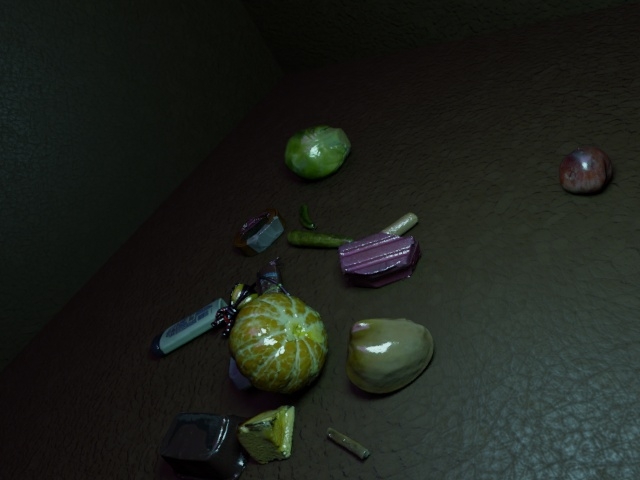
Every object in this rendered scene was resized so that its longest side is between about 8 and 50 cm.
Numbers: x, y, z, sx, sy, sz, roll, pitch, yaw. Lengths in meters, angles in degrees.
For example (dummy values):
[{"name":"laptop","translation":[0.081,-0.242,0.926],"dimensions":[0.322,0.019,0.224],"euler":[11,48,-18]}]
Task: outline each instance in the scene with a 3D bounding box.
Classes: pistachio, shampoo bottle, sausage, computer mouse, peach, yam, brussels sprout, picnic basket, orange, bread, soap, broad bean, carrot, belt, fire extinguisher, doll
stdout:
[{"name":"pistachio","translation":[0.201,0.334,1.312],"dimensions":[0.261,0.163,0.212],"euler":[-6,82,8]},{"name":"shampoo bottle","translation":[-0.561,0.372,1.928],"dimensions":[0.360,0.078,0.134],"euler":[-30,31,7]},{"name":"sausage","translation":[0.244,-0.011,1.730],"dimensions":[0.301,0.065,0.065],"euler":[-34,36,6]},{"name":"computer mouse","translation":[-0.248,0.408,1.621],"dimensions":[0.159,0.097,0.288],"euler":[-44,24,22]},{"name":"peach","translation":[0.845,-0.232,1.428],"dimensions":[0.152,0.152,0.152],"euler":[-22,38,18]},{"name":"yam","translation":[0.074,0.564,1.246],"dimensions":[0.145,0.032,0.032],"euler":[10,56,46]},{"name":"brussels sprout","translation":[-0.024,-0.456,2.264],"dimensions":[0.344,0.268,0.344],"euler":[-22,31,14]},{"name":"picnic basket","translation":[-0.370,0.641,1.431],"dimensions":[0.297,0.129,0.222],"euler":[-10,42,29]},{"name":"orange","translation":[-0.136,0.332,1.445],"dimensions":[0.249,0.330,0.329],"euler":[125,163,-45]},{"name":"bread","translation":[-0.165,0.550,1.342],"dimensions":[0.140,0.160,0.169],"euler":[-19,40,21]},{"name":"soap","translation":[0.217,0.064,1.602],"dimensions":[0.289,0.112,0.182],"euler":[-20,51,11]},{"name":"broad bean","translation":[-0.063,-0.106,2.098],"dimensions":[0.069,0.039,0.226],"euler":[-41,37,4]},{"name":"carrot","translation":[0.000,0.000,1.907],"dimensions":[0.359,0.074,0.074],"euler":[6,53,39]},{"name":"belt","translation":[-0.291,-0.039,2.149],"dimensions":[0.261,0.105,0.184],"euler":[-36,38,-2]},{"name":"fire extinguisher","translation":[-0.185,0.188,1.817],"dimensions":[0.142,0.105,0.341],"euler":[-15,38,0]},{"name":"doll","translation":[-0.337,0.272,1.828],"dimensions":[0.248,0.127,0.088],"euler":[-50,20,-12]}]
